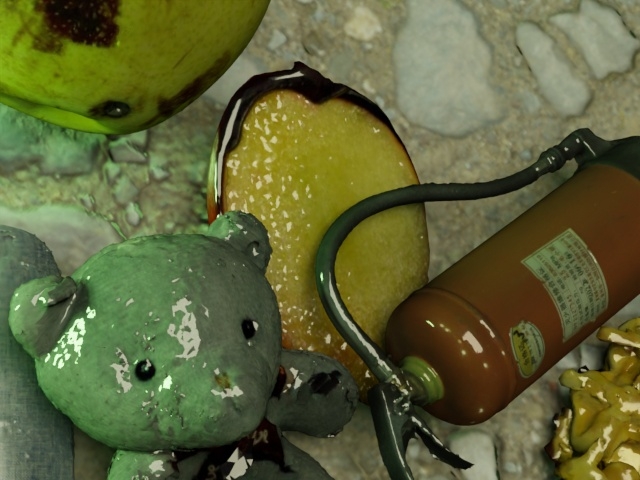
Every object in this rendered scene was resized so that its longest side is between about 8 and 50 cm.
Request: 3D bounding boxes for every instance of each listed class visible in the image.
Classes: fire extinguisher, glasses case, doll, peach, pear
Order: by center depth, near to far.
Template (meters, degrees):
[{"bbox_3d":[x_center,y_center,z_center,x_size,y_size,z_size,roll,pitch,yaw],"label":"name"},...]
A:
[{"bbox_3d":[-0.060,0.143,1.270,0.246,0.158,0.340,-30,96,-30],"label":"doll"},{"bbox_3d":[-0.234,0.123,1.282,0.109,0.067,0.282,2,71,-28],"label":"glasses case"},{"bbox_3d":[-0.168,-0.216,1.303,0.284,0.283,0.283,6,72,-18],"label":"pear"},{"bbox_3d":[-0.002,-0.001,1.402,0.189,0.068,0.279,-18,98,-27],"label":"peach"},{"bbox_3d":[0.134,0.030,1.409,0.200,0.113,0.376,40,56,20],"label":"fire extinguisher"}]

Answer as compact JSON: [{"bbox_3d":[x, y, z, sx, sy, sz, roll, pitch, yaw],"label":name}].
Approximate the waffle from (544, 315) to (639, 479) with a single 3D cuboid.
[{"bbox_3d":[0.374,0.222,1.462,0.380,0.095,0.382,-11,76,-20],"label":"waffle"}]
